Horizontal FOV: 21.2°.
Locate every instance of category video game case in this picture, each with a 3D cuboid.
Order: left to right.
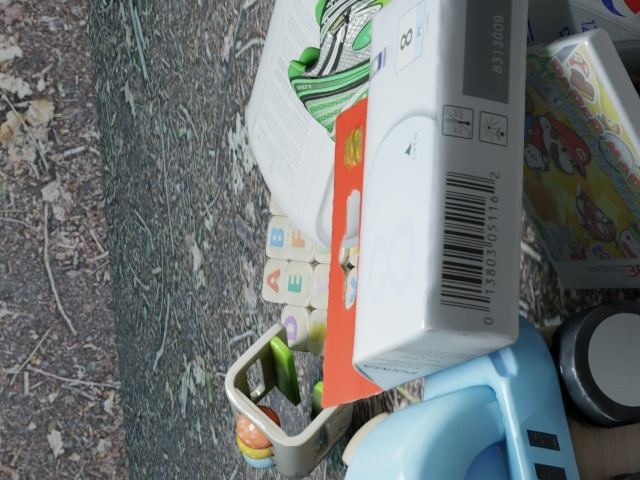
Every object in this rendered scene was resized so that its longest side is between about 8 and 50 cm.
[{"bbox_3d":[0.219,-0.060,1.428,0.227,0.026,0.206,62,156,-11],"label":"video game case"}]

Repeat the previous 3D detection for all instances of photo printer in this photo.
[{"bbox_3d":[0.013,-0.162,1.978,0.256,0.107,0.307,58,141,46],"label":"photo printer"}]

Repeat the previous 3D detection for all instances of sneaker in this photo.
[{"bbox_3d":[0.070,-0.228,1.668,0.146,0.134,0.343,41,129,5],"label":"sneaker"}]

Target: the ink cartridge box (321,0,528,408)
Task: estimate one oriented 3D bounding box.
[{"bbox_3d":[0.051,-0.032,1.487,0.385,0.091,0.308,150,126,-63],"label":"ink cartridge box"}]

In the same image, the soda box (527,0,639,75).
[{"bbox_3d":[0.199,-0.163,1.521,0.286,0.091,0.098,136,124,-66],"label":"soda box"}]

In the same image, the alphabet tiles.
[{"bbox_3d":[0.000,0.000,2.123,0.278,0.021,0.284,6,91,59],"label":"alphabet tiles"}]

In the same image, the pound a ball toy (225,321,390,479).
[{"bbox_3d":[-0.019,0.234,2.079,0.208,0.136,0.319,42,169,10],"label":"pound a ball toy"}]

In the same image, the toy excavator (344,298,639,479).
[{"bbox_3d":[0.090,0.286,1.432,0.222,0.445,0.432,147,113,-69],"label":"toy excavator"}]

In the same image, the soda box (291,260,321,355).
[{"bbox_3d":[-0.003,0.058,2.207,0.063,0.058,0.183,106,150,-47],"label":"soda box"}]
